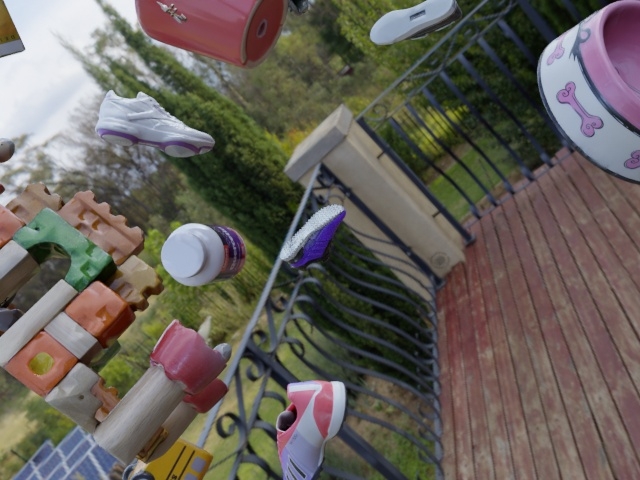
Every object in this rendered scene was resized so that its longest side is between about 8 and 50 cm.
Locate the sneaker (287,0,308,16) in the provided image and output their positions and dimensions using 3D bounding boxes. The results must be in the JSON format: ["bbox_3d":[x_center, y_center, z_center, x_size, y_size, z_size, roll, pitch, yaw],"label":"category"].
[{"bbox_3d":[-0.053,-0.668,1.204,0.157,0.182,0.411,-21,-36,-18],"label":"sneaker"}]

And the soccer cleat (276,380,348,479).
[{"bbox_3d":[-0.041,0.388,1.115,0.109,0.116,0.319,-94,19,-54],"label":"soccer cleat"}]

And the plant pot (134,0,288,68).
[{"bbox_3d":[-0.220,-0.513,1.237,0.275,0.243,0.275,-58,-9,-15],"label":"plant pot"}]

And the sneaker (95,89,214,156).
[{"bbox_3d":[-0.420,-0.309,1.491,0.114,0.304,0.152,-23,62,56],"label":"sneaker"}]

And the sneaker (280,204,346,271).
[{"bbox_3d":[0.000,0.000,2.100,0.293,0.146,0.102,-42,29,6],"label":"sneaker"}]

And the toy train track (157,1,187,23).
[{"bbox_3d":[-0.225,-0.356,0.889,0.014,0.048,0.083,-47,2,12],"label":"toy train track"}]

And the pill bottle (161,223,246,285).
[{"bbox_3d":[-0.348,0.042,1.706,0.181,0.181,0.323,-43,-6,7],"label":"pill bottle"}]

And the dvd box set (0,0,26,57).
[{"bbox_3d":[-0.791,-0.516,1.046,0.307,0.421,0.062,-26,23,-24],"label":"dvd box set"}]

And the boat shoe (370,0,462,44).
[{"bbox_3d":[0.223,-0.503,1.339,0.219,0.070,0.078,-8,73,35],"label":"boat shoe"}]

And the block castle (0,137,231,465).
[{"bbox_3d":[-0.330,0.084,0.772,0.213,0.453,0.303,-50,-8,-23],"label":"block castle"}]

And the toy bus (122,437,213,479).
[{"bbox_3d":[-0.347,0.538,1.086,0.333,0.130,0.108,-63,17,-21],"label":"toy bus"}]

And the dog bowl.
[{"bbox_3d":[0.679,-0.329,1.208,0.408,0.407,0.150,-53,-1,-30],"label":"dog bowl"}]
